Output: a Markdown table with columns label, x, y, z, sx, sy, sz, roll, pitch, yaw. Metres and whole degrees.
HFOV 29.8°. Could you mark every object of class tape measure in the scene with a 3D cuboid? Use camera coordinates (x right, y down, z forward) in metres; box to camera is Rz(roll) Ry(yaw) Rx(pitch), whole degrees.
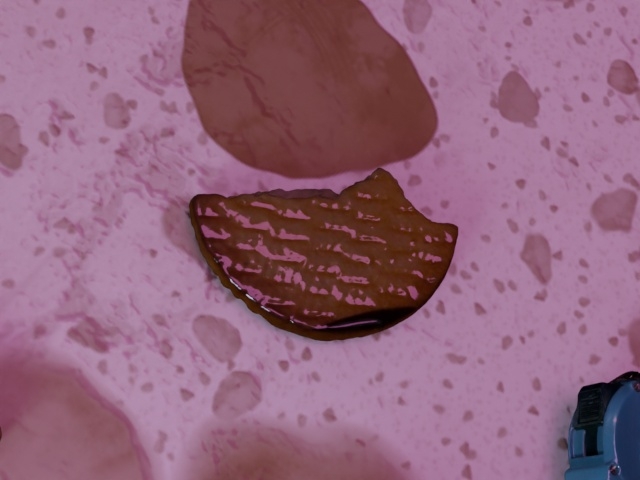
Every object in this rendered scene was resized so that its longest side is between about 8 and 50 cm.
| label | x | y | z | sx | sy | sz | roll | pitch | yaw |
| --- | --- | --- | --- | --- | --- | --- | --- | --- | --- |
| tape measure | 0.274 | 0.188 | 1.039 | 0.125 | 0.081 | 0.146 | 18 | 67 | -27 |

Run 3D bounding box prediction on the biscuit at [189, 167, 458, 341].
| label | x | y | z | sx | sy | sz | roll | pitch | yaw |
| --- | --- | --- | --- | --- | --- | --- | --- | --- | --- |
| biscuit | 0.000 | 0.000 | 1.028 | 0.229 | 0.031 | 0.176 | 28 | 62 | -8 |
